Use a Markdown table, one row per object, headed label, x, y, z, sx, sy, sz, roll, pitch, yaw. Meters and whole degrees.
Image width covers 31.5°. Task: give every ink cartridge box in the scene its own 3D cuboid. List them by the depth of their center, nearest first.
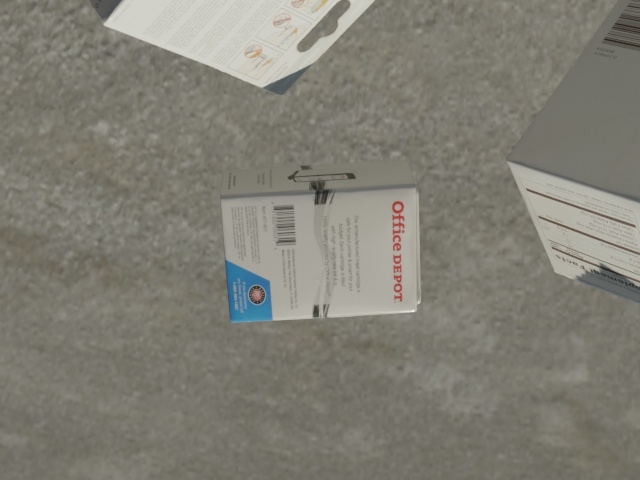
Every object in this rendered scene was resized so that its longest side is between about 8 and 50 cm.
| label | x | y | z | sx | sy | sz | roll | pitch | yaw |
| --- | --- | --- | --- | --- | --- | --- | --- | --- | --- |
| ink cartridge box | -0.066 | -0.241 | 1.040 | 0.189 | 0.066 | 0.232 | -42 | 149 | 27 |
| ink cartridge box | 0.000 | 0.000 | 1.204 | 0.203 | 0.086 | 0.148 | -3 | 113 | -2 |

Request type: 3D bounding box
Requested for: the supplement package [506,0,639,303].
| label | x | y | z | sx | sy | sz | roll | pitch | yaw |
| --- | --- | --- | --- | --- | --- | --- | --- | --- | --- |
| supplement package | 0.295 | -0.083 | 0.787 | 0.204 | 0.262 | 0.145 | 23 | 157 | 39 |
